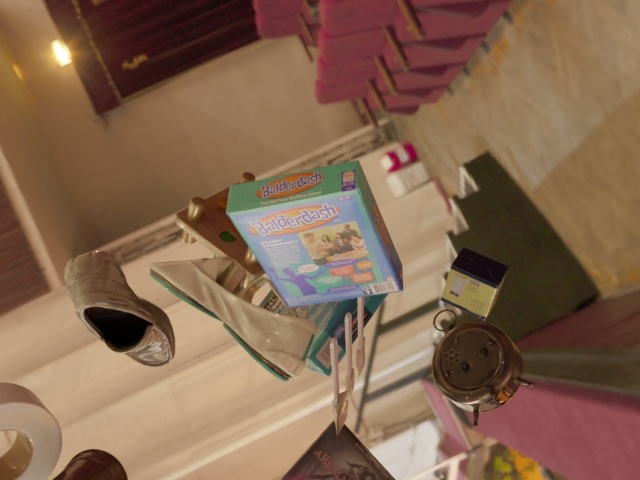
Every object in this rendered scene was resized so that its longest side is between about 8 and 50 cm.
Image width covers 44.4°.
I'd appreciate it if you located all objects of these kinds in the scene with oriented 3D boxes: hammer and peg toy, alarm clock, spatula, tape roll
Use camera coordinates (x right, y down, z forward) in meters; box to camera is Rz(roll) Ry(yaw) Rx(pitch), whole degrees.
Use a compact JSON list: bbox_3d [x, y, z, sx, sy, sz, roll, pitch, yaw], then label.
[{"bbox_3d":[-0.130,-0.001,1.858,0.361,0.266,0.127,35,130,18],"label":"hammer and peg toy"},{"bbox_3d":[0.224,0.174,1.183,0.064,0.129,0.192,44,-169,-45],"label":"alarm clock"},{"bbox_3d":[0.050,0.200,1.311,0.242,0.019,0.168,88,-155,-44],"label":"spatula"},{"bbox_3d":[-0.735,0.466,1.757,0.100,0.286,0.286,28,150,45],"label":"tape roll"}]

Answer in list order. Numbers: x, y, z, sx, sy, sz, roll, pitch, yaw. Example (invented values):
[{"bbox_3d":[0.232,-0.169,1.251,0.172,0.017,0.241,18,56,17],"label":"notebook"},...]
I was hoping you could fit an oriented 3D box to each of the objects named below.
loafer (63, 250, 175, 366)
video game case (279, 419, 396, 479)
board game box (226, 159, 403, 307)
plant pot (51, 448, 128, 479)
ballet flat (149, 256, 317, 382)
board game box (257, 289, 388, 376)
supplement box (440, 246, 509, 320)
[{"bbox_3d":[-0.321,0.140,1.280,0.319,0.112,0.111,63,-171,-54],"label":"loafer"},{"bbox_3d":[0.016,0.445,1.277,0.196,0.274,0.026,47,137,4],"label":"video game case"},{"bbox_3d":[0.000,0.000,0.960,0.210,0.160,0.047,63,-157,-49],"label":"board game box"},{"bbox_3d":[-0.549,0.579,1.778,0.167,0.167,0.165,65,-167,3],"label":"plant pot"},{"bbox_3d":[-0.154,0.109,1.439,0.400,0.139,0.139,31,156,36],"label":"ballet flat"},{"bbox_3d":[-0.021,0.174,1.910,0.079,0.253,0.336,48,160,-27],"label":"board game box"},{"bbox_3d":[0.253,0.072,1.292,0.083,0.056,0.083,25,133,17],"label":"supplement box"}]
